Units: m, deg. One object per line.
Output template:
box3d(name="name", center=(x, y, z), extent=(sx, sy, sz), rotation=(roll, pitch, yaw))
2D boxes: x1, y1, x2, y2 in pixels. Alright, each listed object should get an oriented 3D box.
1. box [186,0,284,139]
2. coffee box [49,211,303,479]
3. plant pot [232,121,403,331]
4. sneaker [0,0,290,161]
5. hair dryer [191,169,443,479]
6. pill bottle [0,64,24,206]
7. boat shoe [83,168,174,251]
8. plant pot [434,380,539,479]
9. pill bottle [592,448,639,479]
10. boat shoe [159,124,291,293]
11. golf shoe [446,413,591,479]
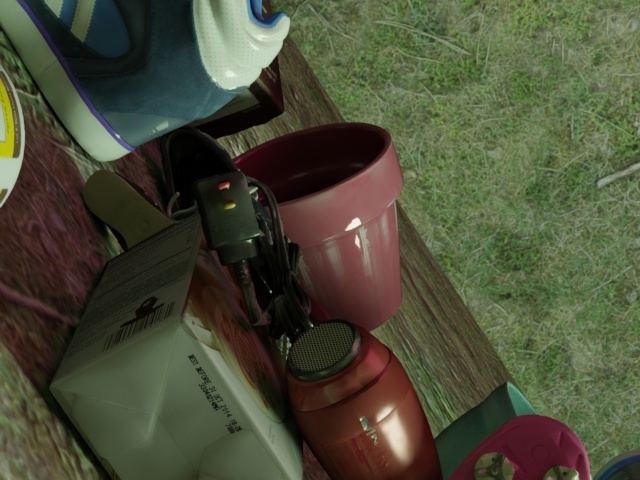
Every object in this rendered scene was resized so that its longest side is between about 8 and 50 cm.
box3d(name="box", center=(-0.153, -0.311, 1.529), extent=(0.191, 0.143, 0.381), rotation=(46, 33, -54))
box3d(name="coffee box", center=(-0.085, 0.085, 0.983), extent=(0.141, 0.098, 0.246), rotation=(59, 9, -14))
box3d(name="plant pot", center=(0.000, 0.000, 1.506), extent=(0.201, 0.201, 0.180), rotation=(-100, 172, -67))
box3d(name="sneaker", center=(-0.165, -0.250, 1.222), extent=(0.322, 0.236, 0.130), rotation=(59, 9, -1))
box3d(name="hair dryer", center=(0.016, 0.077, 0.997), extent=(0.293, 0.080, 0.223), rotation=(65, 7, 6))
box3d(name="pill bottle", center=(-0.220, -0.049, 0.645), extent=(0.117, 0.117, 0.215), rotation=(59, 9, 3))
box3d(name="boat shoe", center=(-0.133, -0.003, 1.137), extent=(0.133, 0.049, 0.042), rotation=(47, 6, 24))
box3d(name="plant pot", center=(0.157, 0.298, 1.287), extent=(0.293, 0.196, 0.293), rotation=(57, 9, -14))
box3d(name="pill bottle", center=(0.312, 0.268, 1.352), extent=(0.078, 0.078, 0.137), rotation=(50, 12, -43))
box3d(name="boat shoe", center=(-0.092, -0.024, 1.331), extent=(0.079, 0.095, 0.254), rotation=(54, 9, -39))
box3d(name="golf shoe", center=(0.094, 0.261, 0.974), extent=(0.115, 0.306, 0.140), rotation=(21, -6, 2))
